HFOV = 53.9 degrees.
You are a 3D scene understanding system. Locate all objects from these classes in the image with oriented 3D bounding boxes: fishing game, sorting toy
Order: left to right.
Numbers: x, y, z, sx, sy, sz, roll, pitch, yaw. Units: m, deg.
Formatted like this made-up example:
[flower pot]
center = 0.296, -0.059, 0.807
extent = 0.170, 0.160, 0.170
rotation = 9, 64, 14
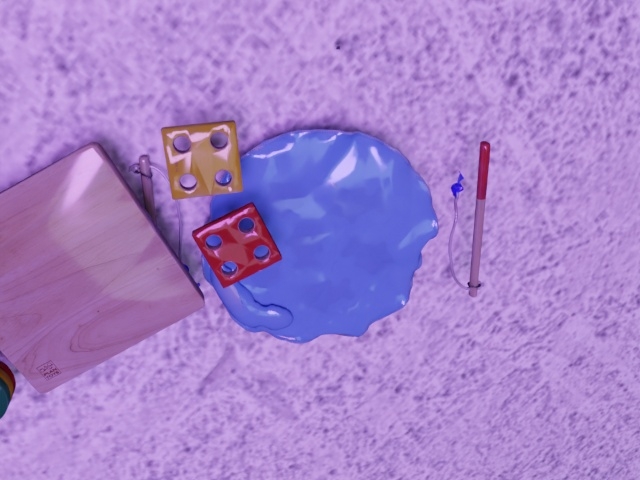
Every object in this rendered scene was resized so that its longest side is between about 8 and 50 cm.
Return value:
[sorting toy]
center = -0.161, 0.012, 0.429
extent = 0.275, 0.046, 0.132
rotation = -29, 114, 2
[fishing game]
center = 0.000, 0.000, 0.490
extent = 0.264, 0.041, 0.189
rotation = -7, 119, -5
